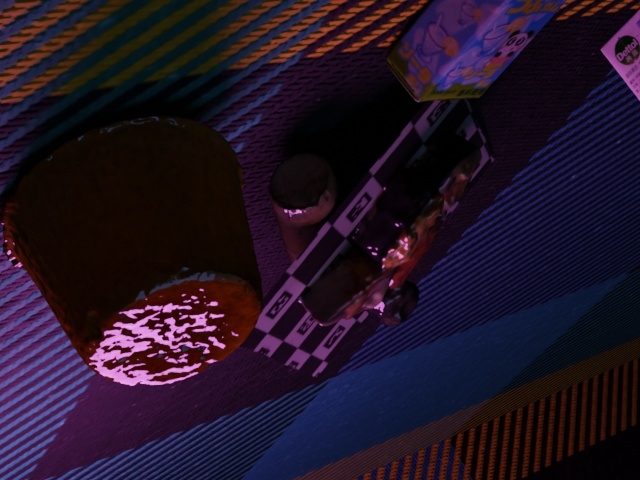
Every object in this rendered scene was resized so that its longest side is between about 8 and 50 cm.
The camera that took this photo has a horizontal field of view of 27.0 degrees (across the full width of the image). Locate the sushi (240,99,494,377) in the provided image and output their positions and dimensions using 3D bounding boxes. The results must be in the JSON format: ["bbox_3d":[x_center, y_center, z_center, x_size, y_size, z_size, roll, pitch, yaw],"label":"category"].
[{"bbox_3d":[0.083,0.017,1.434,0.343,0.064,0.359,-51,163,0],"label":"sushi"}]

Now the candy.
[{"bbox_3d":[0.153,-0.206,1.178,0.097,0.062,0.194,-9,149,-46],"label":"candy"}]

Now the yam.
[{"bbox_3d":[0.000,0.000,1.420,0.083,0.083,0.371,-30,159,-6],"label":"yam"}]

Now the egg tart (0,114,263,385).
[{"bbox_3d":[-0.146,0.010,1.099,0.215,0.171,0.215,-17,144,-13],"label":"egg tart"}]

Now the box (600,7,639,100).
[{"bbox_3d":[0.416,-0.217,1.421,0.073,0.139,0.194,-12,153,-45],"label":"box"}]
